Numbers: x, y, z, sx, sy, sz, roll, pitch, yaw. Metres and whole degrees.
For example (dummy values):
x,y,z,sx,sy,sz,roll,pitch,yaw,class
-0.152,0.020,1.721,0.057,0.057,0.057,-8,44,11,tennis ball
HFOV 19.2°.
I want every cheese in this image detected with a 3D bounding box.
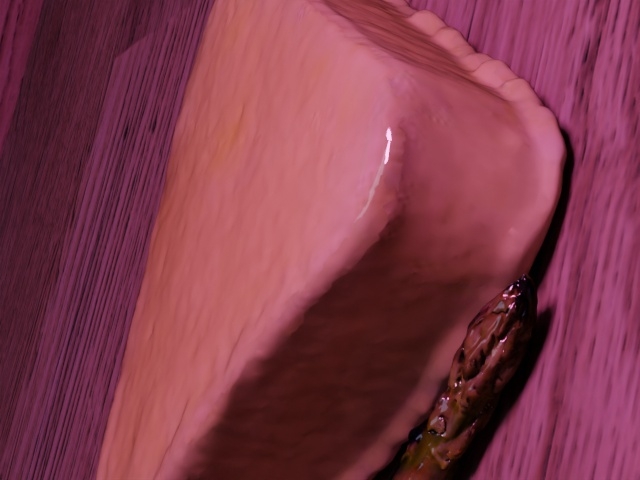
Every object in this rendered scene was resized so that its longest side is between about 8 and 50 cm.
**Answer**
x,y,z,sx,sy,sz,roll,pitch,yaw,class
-0.001,0.001,0.982,0.384,0.104,0.384,-163,90,-71,cheese

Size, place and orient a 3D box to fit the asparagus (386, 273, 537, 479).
x,y,z,sx,sy,sz,roll,pitch,yaw,class
0.060,0.081,0.859,0.165,0.030,0.036,-64,-6,26,asparagus
